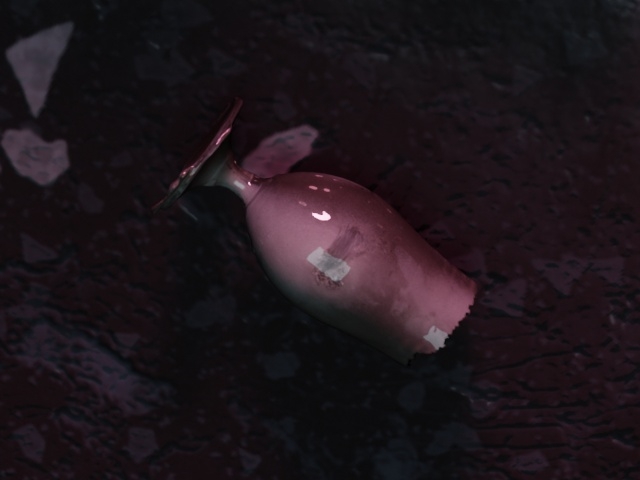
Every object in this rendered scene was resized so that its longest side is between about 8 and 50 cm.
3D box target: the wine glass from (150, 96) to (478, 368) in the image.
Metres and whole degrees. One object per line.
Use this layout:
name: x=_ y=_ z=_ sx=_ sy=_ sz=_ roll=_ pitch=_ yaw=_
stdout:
wine glass: x=0.000 y=0.000 z=1.349 sx=0.222 sy=0.103 sz=0.103 roll=35 pitch=119 yaw=-7
